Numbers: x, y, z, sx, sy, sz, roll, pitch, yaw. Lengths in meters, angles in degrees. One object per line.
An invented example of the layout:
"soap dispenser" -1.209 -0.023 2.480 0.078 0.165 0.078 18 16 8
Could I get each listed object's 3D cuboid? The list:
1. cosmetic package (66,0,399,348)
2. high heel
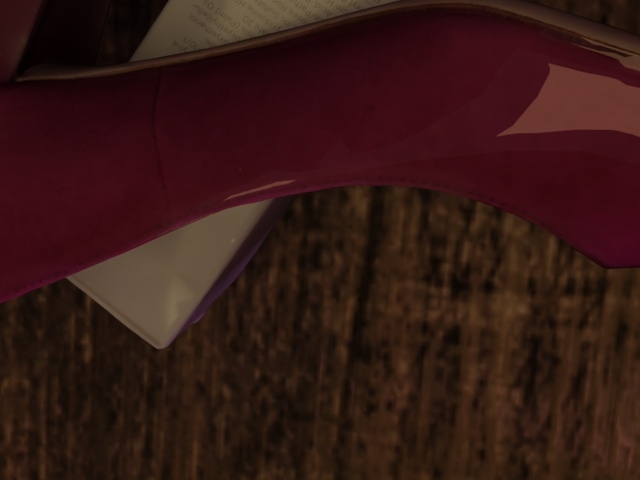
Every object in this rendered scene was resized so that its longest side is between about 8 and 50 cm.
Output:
"cosmetic package" -0.021 -0.077 0.575 0.085 0.117 0.231 38 106 1
"high heel" 0.000 0.000 0.463 0.377 0.127 0.181 17 96 21
